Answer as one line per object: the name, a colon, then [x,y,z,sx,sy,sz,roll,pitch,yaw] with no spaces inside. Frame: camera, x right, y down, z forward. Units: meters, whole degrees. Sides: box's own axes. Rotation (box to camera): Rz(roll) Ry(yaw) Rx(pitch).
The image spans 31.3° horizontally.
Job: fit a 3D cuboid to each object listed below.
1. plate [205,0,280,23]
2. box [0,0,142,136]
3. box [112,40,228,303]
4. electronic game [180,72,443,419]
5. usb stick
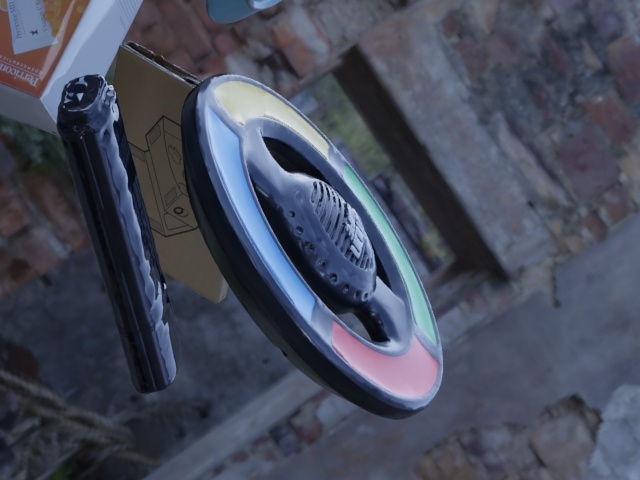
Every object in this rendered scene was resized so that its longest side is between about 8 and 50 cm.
plate: [-0.025,-0.252,0.970,0.024,0.188,0.188,43,-8,9]
box: [-0.383,-0.348,1.584,0.215,0.345,0.168,21,-13,8]
box: [-0.136,-0.061,1.062,0.164,0.021,0.201,31,-55,22]
electronic game: [0.000,0.000,0.669,0.229,0.048,0.229,47,22,-25]
usb stick: [-0.155,0.004,0.899,0.077,0.045,0.278,-89,173,-53]
